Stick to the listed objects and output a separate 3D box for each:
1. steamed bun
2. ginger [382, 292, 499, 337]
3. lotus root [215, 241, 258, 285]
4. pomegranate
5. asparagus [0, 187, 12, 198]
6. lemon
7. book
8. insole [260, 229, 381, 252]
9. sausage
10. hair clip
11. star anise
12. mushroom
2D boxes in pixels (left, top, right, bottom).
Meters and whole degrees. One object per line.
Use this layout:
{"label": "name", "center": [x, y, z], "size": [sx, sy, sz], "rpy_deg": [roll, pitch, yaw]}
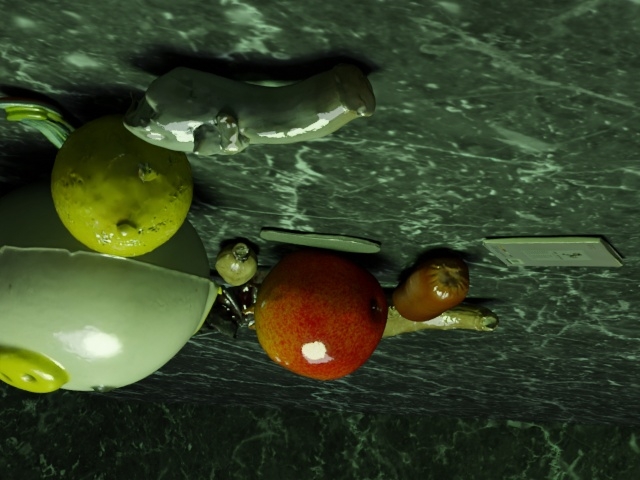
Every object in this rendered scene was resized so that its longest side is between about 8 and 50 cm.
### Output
{"label": "steamed bun", "center": [-0.338, 0.060, 1.692], "size": [0.374, 0.334, 0.334], "rpy_deg": [2, 165, 37]}
{"label": "ginger", "center": [0.176, 0.137, 2.158], "size": [0.294, 0.086, 0.131], "rpy_deg": [-1, 168, 15]}
{"label": "lotus root", "center": [-0.141, 0.041, 1.996], "size": [0.072, 0.063, 0.152], "rpy_deg": [-2, 161, -2]}
{"label": "pomegranate", "center": [-0.015, 0.122, 1.967], "size": [0.257, 0.221, 0.221], "rpy_deg": [4, 166, 38]}
{"label": "asparagus", "center": [-0.480, -0.050, 1.827], "size": [0.278, 0.060, 0.067], "rpy_deg": [21, -175, -43]}
{"label": "lemon", "center": [-0.240, -0.068, 1.439], "size": [0.173, 0.173, 0.206], "rpy_deg": [11, -172, -13]}
{"label": "book", "center": [0.346, 0.017, 1.770], "size": [0.182, 0.014, 0.127], "rpy_deg": [-1, 163, 28]}
{"label": "insole", "center": [0.000, 0.000, 1.874], "size": [0.192, 0.010, 0.063], "rpy_deg": [8, 164, -1]}
{"label": "sausage", "center": [0.178, 0.087, 1.973], "size": [0.089, 0.083, 0.300], "rpy_deg": [-5, 167, -7]}
{"label": "hair clip", "center": [-0.333, -0.139, 1.475], "size": [0.060, 0.033, 0.188], "rpy_deg": [0, 161, 18]}
{"label": "star anise", "center": [-0.143, 0.117, 2.177], "size": [0.283, 0.129, 0.212], "rpy_deg": [5, 173, -25]}
{"label": "mushroom", "center": [-0.078, -0.141, 1.256], "size": [0.278, 0.096, 0.099], "rpy_deg": [1, -151, 15]}
